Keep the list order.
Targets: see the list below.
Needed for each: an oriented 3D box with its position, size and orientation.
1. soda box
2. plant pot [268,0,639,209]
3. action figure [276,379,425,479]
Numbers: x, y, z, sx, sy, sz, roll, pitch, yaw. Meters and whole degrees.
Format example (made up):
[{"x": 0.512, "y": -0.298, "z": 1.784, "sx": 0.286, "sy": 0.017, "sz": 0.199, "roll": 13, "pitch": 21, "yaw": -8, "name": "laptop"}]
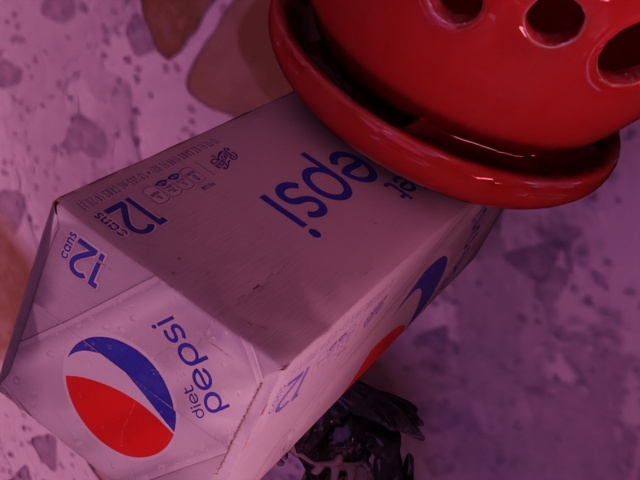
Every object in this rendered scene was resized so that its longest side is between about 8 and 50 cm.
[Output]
[{"x": 0.000, "y": 0.000, "z": 0.475, "sx": 0.098, "sy": 0.286, "sz": 0.091, "roll": 34, "pitch": 122, "yaw": 12, "name": "soda box"}, {"x": 0.079, "y": -0.119, "z": 0.447, "sx": 0.191, "sy": 0.191, "sz": 0.174, "roll": 35, "pitch": 124, "yaw": 13, "name": "plant pot"}, {"x": -0.022, "y": 0.164, "z": 0.641, "sx": 0.164, "sy": 0.141, "sz": 0.275, "roll": 15, "pitch": 117, "yaw": 36, "name": "action figure"}]
